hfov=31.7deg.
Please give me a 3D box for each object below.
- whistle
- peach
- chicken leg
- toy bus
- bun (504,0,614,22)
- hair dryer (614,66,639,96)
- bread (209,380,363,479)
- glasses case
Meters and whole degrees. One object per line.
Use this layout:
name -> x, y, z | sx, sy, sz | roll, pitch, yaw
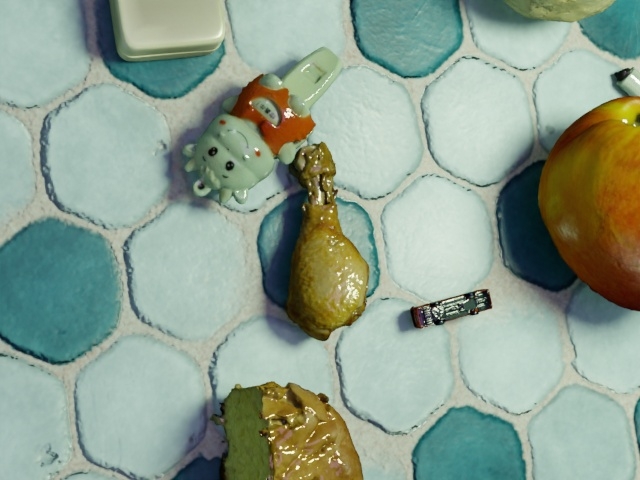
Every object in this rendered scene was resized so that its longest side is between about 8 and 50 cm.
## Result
whistle -> -0.066, -0.144, 1.393 | 0.253, 0.106, 0.102 | -45, 115, -15
peach -> 0.415, -0.042, 1.462 | 0.281, 0.281, 0.238 | 46, 32, -9
chicken leg -> 0.001, -0.001, 1.411 | 0.107, 0.087, 0.251 | -6, 82, -9
toy bus -> 0.170, 0.088, 1.473 | 0.110, 0.043, 0.031 | -13, 93, -19
bun -> 0.306, -0.410, 1.498 | 0.259, 0.152, 0.259 | 7, 74, -25
hair dryer -> 0.512, -0.170, 1.596 | 0.236, 0.073, 0.131 | 40, 74, -1
bread -> -0.034, 0.297, 1.342 | 0.147, 0.160, 0.261 | -1, 83, -25
glasses case -> -0.203, -0.381, 1.384 | 0.131, 0.070, 0.313 | -7, 88, -17
